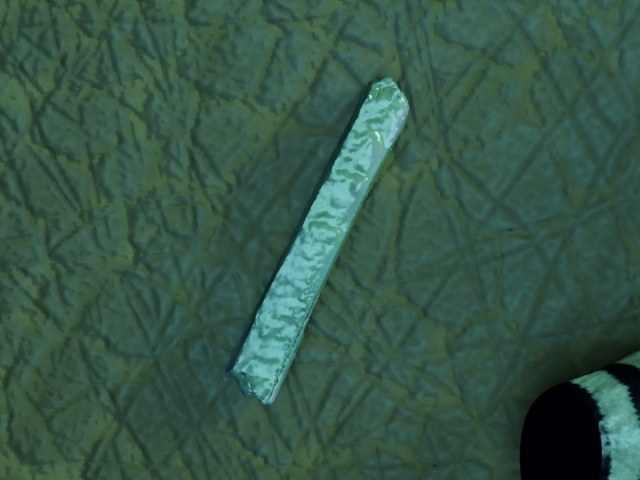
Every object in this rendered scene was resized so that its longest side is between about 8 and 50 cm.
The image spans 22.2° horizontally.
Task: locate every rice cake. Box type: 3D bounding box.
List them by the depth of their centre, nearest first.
[{"bbox_3d":[0.000,0.000,0.973,0.034,0.043,0.211,25,98,-6],"label":"rice cake"}]

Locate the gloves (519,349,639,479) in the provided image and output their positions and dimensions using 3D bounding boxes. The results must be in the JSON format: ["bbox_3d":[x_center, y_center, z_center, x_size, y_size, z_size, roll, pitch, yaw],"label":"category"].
[{"bbox_3d":[0.234,0.116,0.942,0.218,0.131,0.140,-6,95,-26],"label":"gloves"}]
